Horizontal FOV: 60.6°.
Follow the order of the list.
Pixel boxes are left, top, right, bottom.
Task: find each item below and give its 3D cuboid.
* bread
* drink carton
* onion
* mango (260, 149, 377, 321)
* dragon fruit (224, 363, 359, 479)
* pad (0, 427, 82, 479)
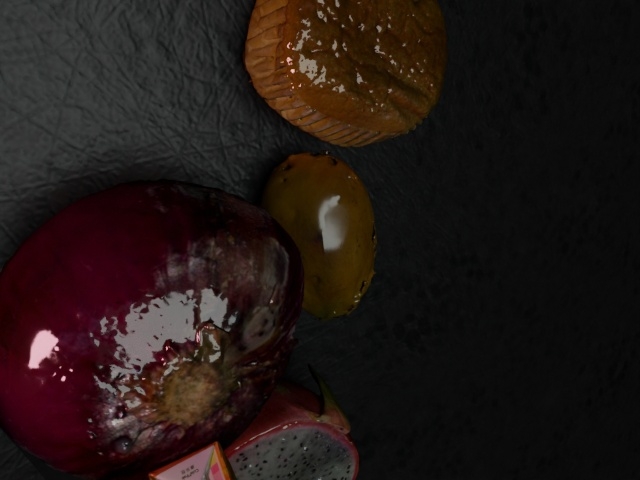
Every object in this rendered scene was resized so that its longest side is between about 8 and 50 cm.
[{"bbox_3d":[0.039,-0.240,0.705,0.254,0.142,0.227,18,87,-31],"label":"bread"},{"bbox_3d":[-0.100,0.307,0.560,0.071,0.096,0.222,-21,136,-15],"label":"drink carton"},{"bbox_3d":[-0.200,0.074,0.584,0.260,0.282,0.336,33,97,-32],"label":"onion"},{"bbox_3d":[0.000,0.000,0.762,0.156,0.151,0.248,-5,117,4],"label":"mango"},{"bbox_3d":[-0.098,0.302,0.767,0.291,0.189,0.290,-12,118,-23],"label":"dragon fruit"},{"bbox_3d":[-0.320,0.199,0.704,0.170,0.006,0.245,-32,118,-18],"label":"pad"}]
